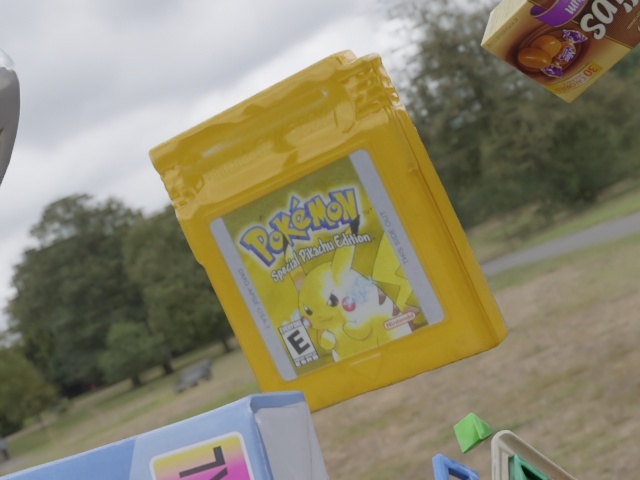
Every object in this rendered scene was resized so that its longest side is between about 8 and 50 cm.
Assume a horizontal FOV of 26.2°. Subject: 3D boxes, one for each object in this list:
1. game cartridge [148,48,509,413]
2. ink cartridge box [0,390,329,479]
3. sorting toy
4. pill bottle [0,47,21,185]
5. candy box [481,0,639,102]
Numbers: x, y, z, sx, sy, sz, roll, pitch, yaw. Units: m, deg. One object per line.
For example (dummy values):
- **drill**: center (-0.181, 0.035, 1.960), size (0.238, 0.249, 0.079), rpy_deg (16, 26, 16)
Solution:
- **game cartridge**: center (0.000, 0.000, 1.389), size (0.285, 0.324, 0.052), rpy_deg (-24, 5, 32)
- **ink cartridge box**: center (-0.169, 0.277, 0.835), size (0.395, 0.270, 0.151), rpy_deg (-19, -11, 12)
- **sorting toy**: center (0.275, 0.323, 1.580), size (0.047, 0.347, 0.196), rpy_deg (-44, 17, 30)
- **pill bottle**: center (-0.214, -0.048, 0.413), size (0.121, 0.221, 0.121), rpy_deg (-155, 90, -88)
- **candy box**: center (0.245, -0.216, 1.252), size (0.186, 0.109, 0.053), rpy_deg (-42, 22, 50)
